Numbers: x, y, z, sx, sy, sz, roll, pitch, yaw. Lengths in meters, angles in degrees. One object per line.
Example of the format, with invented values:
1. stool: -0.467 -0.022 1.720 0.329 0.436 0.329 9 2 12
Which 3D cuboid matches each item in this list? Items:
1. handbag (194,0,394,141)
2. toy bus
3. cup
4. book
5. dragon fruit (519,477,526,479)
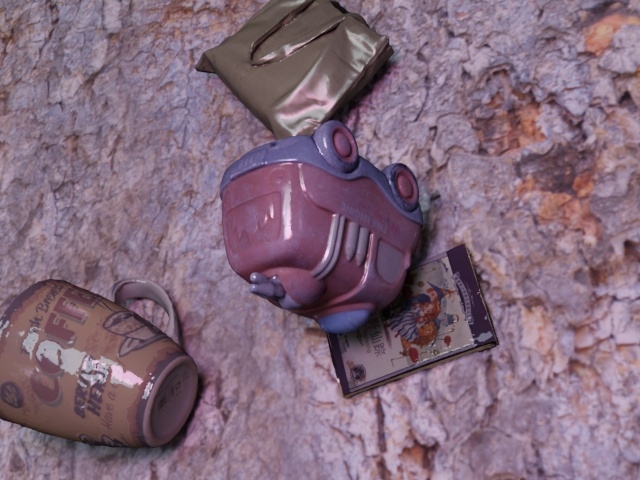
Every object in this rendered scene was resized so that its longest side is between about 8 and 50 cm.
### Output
1. handbag: -0.044 -0.300 1.522 0.253 0.109 0.316 -42 49 -3
2. toy bus: 0.000 0.000 1.229 0.197 0.294 0.231 -19 56 36
3. cup: -0.301 0.176 1.372 0.257 0.227 0.301 17 43 19
4. book: 0.117 0.111 1.280 0.231 0.026 0.157 -22 57 15
5. dragon fruit: 0.265 0.364 0.977 0.205 0.210 0.268 -23 50 -6
